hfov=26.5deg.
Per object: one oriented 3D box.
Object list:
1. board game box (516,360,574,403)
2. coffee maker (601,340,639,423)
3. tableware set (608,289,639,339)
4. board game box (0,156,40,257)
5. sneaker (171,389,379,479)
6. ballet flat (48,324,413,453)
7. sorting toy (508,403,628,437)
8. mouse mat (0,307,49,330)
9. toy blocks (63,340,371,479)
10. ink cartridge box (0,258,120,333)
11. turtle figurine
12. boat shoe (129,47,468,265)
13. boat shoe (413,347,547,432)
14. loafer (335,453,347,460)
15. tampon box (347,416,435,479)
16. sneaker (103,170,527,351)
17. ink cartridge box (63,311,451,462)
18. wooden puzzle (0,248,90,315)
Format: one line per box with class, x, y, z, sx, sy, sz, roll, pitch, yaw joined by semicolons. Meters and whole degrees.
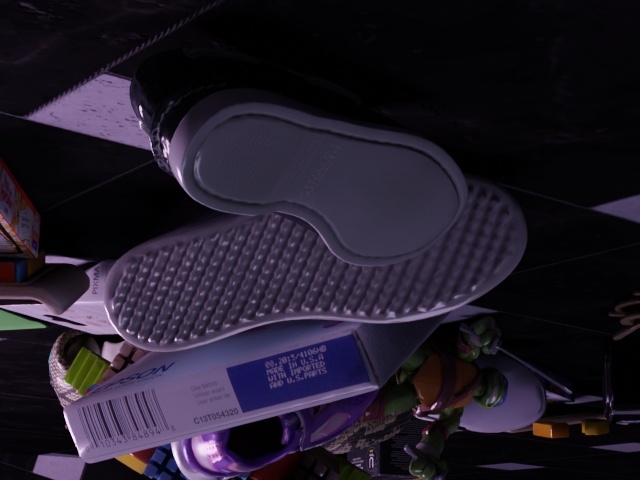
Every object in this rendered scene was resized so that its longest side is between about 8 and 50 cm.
board game box;0.283;0.215;2.032;0.136;0.035;0.201;-7;163;29
coffee maker;0.457;0.176;1.764;0.178;0.120;0.171;-1;141;6
tableware set;0.433;0.092;1.553;0.194;0.039;0.128;2;165;-2
board game box;-0.333;-0.029;1.177;0.146;0.045;0.193;2;165;-1
sneaker;-0.029;0.173;1.364;0.236;0.095;0.104;-23;179;-25
ballet flat;-0.114;0.180;1.743;0.483;0.164;0.182;5;156;1
sorting toy;0.355;0.269;2.106;0.229;0.041;0.307;-1;177;-17
mouse mat;-0.453;0.095;1.725;0.152;0.007;0.189;-4;165;20
toy blocks;-0.123;0.229;1.527;0.381;0.191;0.261;31;179;-1
ink cartridge box;-0.210;0.065;1.516;0.232;0.066;0.189;2;167;29
turtle figurine;0.141;0.185;1.649;0.266;0.275;0.198;12;128;-20
boat shoe;-0.005;-0.062;0.946;0.114;0.091;0.302;-50;144;12
boat shoe;0.165;0.205;1.870;0.306;0.113;0.105;-1;171;21
loafer;0.059;0.333;2.309;0.366;0.130;0.134;9;163;-26
tampon box;0.110;0.286;2.072;0.101;0.161;0.120;8;164;-22
sneaker;0.000;0.000;1.168;0.366;0.135;0.150;-8;-167;16
ink cartridge box;-0.034;0.097;1.340;0.324;0.071;0.330;-18;-172;27
wooden puzzle;-0.354;0.029;1.320;0.238;0.044;0.221;5;-176;-3
